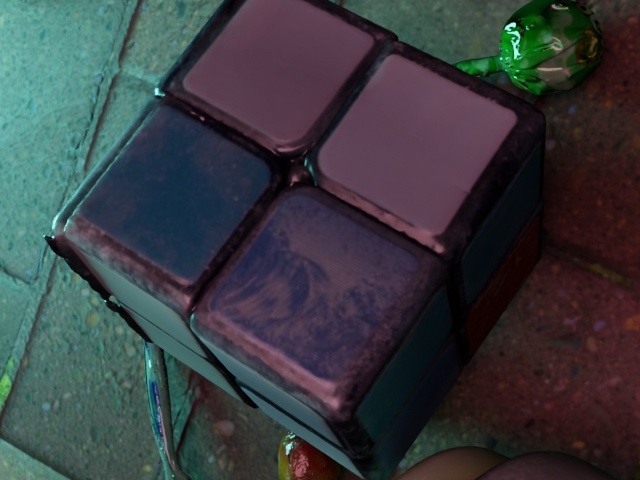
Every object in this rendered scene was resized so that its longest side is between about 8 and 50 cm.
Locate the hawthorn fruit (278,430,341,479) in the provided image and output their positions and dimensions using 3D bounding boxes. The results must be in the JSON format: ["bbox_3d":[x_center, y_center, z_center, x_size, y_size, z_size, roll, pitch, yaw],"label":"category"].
[{"bbox_3d":[-0.013,0.243,1.222,0.077,0.077,0.077,0,90,23],"label":"hawthorn fruit"}]

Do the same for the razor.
[{"bbox_3d":[-0.183,0.180,1.304,0.093,0.056,0.324,-17,83,24],"label":"razor"}]

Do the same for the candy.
[{"bbox_3d":[0.137,-0.171,1.162,0.323,0.097,0.097,-12,86,32],"label":"candy"}]

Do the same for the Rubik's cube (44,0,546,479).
[{"bbox_3d":[0.000,0.000,1.034,0.313,0.316,0.318,30,76,20],"label":"Rubik's cube"}]

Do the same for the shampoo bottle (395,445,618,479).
[{"bbox_3d":[0.193,0.357,0.991,0.317,0.322,0.322,26,101,42],"label":"shampoo bottle"}]
